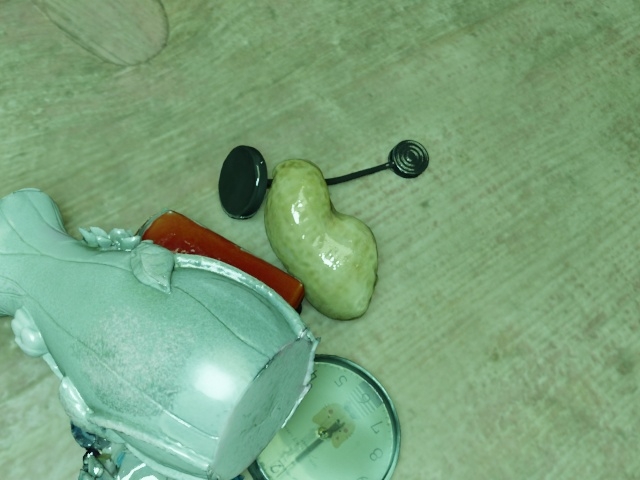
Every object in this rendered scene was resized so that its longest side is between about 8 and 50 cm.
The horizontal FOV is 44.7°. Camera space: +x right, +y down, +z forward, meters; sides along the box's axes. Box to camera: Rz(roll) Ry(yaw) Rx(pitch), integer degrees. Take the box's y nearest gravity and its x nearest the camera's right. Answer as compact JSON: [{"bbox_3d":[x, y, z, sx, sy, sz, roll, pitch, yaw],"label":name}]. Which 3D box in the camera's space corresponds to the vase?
[{"bbox_3d":[-0.241,0.101,0.941,0.445,0.250,0.250,26,58,21],"label":"vase"}]

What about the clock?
[{"bbox_3d":[0.002,0.266,1.080,0.226,0.049,0.226,7,61,-14],"label":"clock"}]

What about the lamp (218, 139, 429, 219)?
[{"bbox_3d":[0.026,-0.111,1.244,0.371,0.108,0.130,-6,70,-20],"label":"lamp"}]

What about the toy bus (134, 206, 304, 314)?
[{"bbox_3d":[-0.152,0.055,1.099,0.265,0.120,0.121,30,61,1],"label":"toy bus"}]

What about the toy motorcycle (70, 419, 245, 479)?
[{"bbox_3d":[-0.200,0.295,0.972,0.204,0.108,0.239,-10,77,-12],"label":"toy motorcycle"}]

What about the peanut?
[{"bbox_3d":[0.000,0.000,1.143,0.137,0.122,0.253,-37,97,-2],"label":"peanut"}]
